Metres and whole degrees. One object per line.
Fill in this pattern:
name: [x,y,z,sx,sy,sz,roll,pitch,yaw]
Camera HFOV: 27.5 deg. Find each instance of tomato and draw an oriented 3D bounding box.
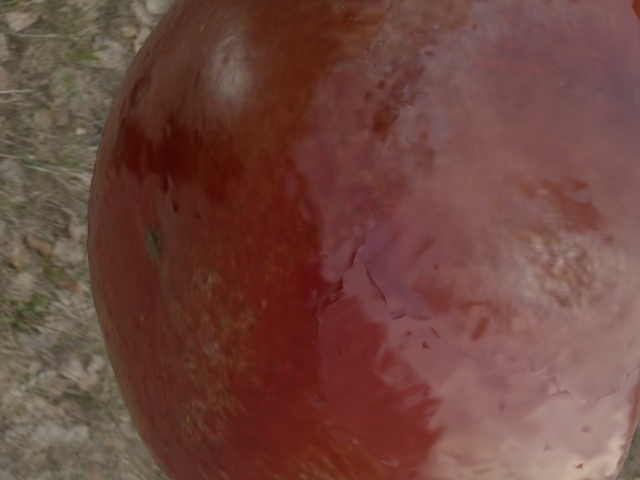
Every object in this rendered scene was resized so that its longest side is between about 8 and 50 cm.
tomato: [-0.010,-0.006,0.560,0.143,0.338,0.338,2,93,-29]
